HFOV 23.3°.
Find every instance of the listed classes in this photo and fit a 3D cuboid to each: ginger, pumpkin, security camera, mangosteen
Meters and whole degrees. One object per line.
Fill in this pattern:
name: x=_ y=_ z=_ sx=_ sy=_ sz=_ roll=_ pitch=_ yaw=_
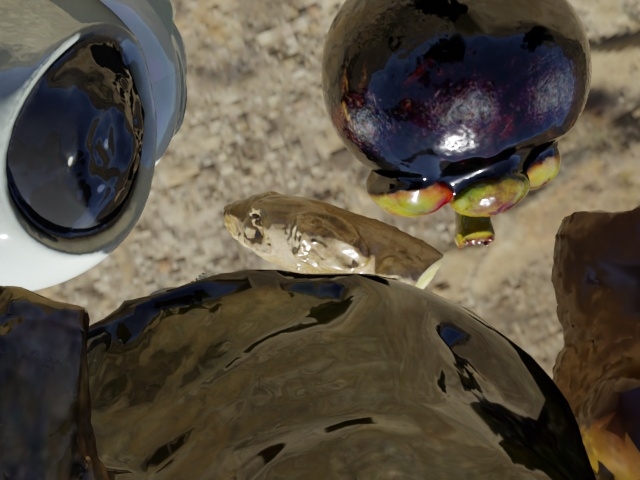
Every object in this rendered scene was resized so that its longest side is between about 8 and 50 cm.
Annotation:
ginger: x=0.000 y=0.000 z=1.363 sx=0.074 sy=0.213 sz=0.137 roll=-65 pitch=164 yaw=-5
pumpkin: x=-0.054 y=0.138 z=0.399 sx=0.325 sy=0.232 sz=0.242 roll=-22 pitch=118 yaw=-7
security camera: x=-0.187 y=-0.074 z=0.913 sx=0.194 sy=0.236 sz=0.195 roll=3 pitch=114 yaw=7
mangosteen: x=0.142 y=-0.137 z=1.585 sx=0.275 sy=0.275 sz=0.302 roll=-10 pitch=104 yaw=-11

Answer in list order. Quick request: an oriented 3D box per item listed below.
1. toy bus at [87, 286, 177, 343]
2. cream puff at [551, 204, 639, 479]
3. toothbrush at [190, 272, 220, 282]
toy bus: x=-0.225 y=0.168 z=1.786 sx=0.292 sy=0.125 sz=0.133 roll=-27 pitch=150 yaw=16
cream puff: x=0.196 y=0.094 z=0.583 sx=0.241 sy=0.269 sz=0.155 roll=8 pitch=180 yaw=6
toothbrush: x=-0.153 y=0.146 z=1.207 sx=0.020 sy=0.025 sz=0.286 roll=41 pitch=70 yaw=-33
